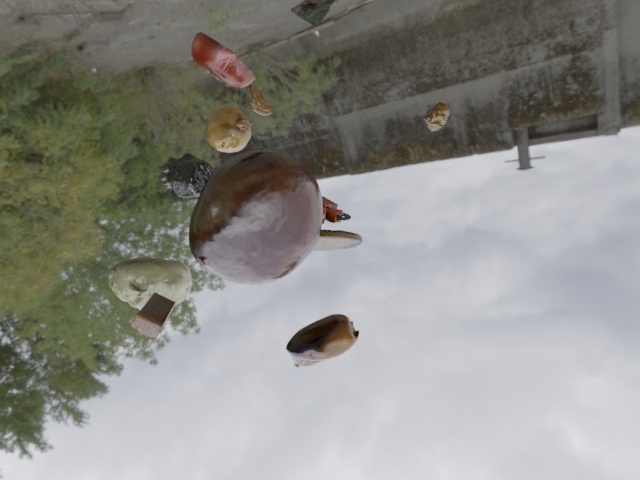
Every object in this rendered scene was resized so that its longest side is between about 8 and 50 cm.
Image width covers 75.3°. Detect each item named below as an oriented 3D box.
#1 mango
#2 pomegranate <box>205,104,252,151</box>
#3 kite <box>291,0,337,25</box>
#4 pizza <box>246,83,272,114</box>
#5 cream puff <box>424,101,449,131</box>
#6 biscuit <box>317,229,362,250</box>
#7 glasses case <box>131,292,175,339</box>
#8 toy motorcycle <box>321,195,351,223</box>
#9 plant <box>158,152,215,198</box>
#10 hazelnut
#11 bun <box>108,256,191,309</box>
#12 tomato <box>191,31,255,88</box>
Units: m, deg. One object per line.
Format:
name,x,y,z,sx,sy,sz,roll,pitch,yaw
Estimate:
mango,0.009,0.389,1.608,0.286,0.153,0.201,-24,-168,-15
pomegranate,-0.408,-0.489,1.834,0.206,0.207,0.207,-16,-160,6
kite,0.033,-0.577,0.993,0.249,0.012,0.230,9,-121,29
pizza,-0.314,-0.681,1.979,0.052,0.195,0.185,-28,177,23
cream puff,0.498,-0.521,1.767,0.122,0.094,0.116,-32,-158,42
biscuit,0.000,0.000,1.569,0.317,0.041,0.318,-1,169,0
glasses case,-0.481,0.216,1.205,0.049,0.075,0.218,-61,-167,3
toy motorcycle,-0.047,-0.134,1.616,0.221,0.148,0.325,-5,-155,-37
plant,-0.455,-0.221,1.425,0.194,0.129,0.132,16,-129,32
hazelnut,-0.184,-0.065,1.197,0.420,0.353,0.421,-42,171,-8
bun,-0.759,0.196,1.868,0.361,0.235,0.326,0,175,3
tomato,-0.323,-0.566,1.350,0.085,0.224,0.225,-59,-155,2
